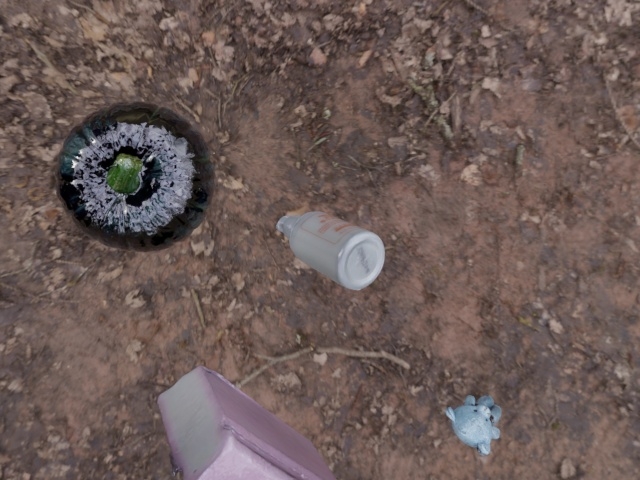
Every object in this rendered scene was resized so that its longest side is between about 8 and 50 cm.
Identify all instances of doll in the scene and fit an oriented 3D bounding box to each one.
[{"bbox_3d":[0.356,0.386,1.152,0.180,0.120,0.075,-18,142,-44],"label":"doll"}]

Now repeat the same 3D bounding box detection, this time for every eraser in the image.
[{"bbox_3d":[-0.114,0.407,0.972,0.122,0.272,0.359,-45,119,-4],"label":"eraser"}]

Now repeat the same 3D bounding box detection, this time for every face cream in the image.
[{"bbox_3d":[0.000,0.000,0.937,0.101,0.252,0.101,-13,114,-31],"label":"face cream"}]

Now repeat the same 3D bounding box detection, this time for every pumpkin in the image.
[{"bbox_3d":[-0.293,-0.101,0.821,0.248,0.248,0.248,-2,100,-11],"label":"pumpkin"}]
